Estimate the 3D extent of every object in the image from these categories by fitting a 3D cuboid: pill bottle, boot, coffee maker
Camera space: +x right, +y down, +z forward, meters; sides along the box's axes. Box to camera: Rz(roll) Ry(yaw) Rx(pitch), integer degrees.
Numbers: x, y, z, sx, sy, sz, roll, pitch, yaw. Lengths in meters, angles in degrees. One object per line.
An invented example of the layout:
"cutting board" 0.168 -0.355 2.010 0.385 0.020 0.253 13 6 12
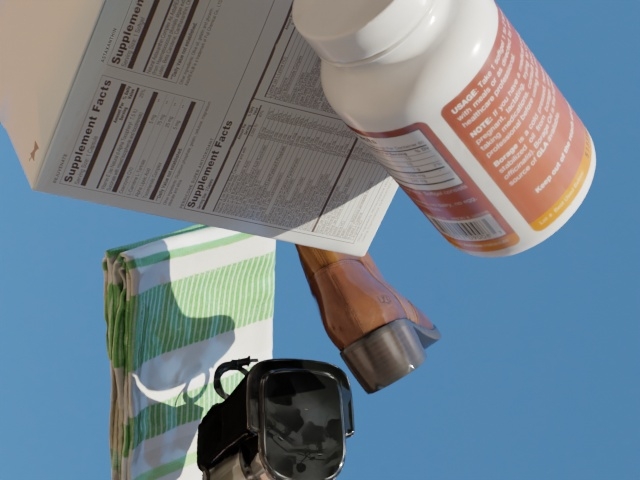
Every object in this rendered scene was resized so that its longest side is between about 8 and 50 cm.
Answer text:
"pill bottle" 0.077 -0.095 1.073 0.121 0.216 0.121 -23 -137 23
"boot" 0.000 0.000 1.590 0.096 0.264 0.280 -30 -91 12
"coffee maker" -0.052 0.173 1.612 0.171 0.120 0.178 64 -29 13

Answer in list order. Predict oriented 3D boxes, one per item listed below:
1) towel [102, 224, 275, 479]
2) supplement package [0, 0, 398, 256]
"towel" -0.123 0.142 1.716 0.038 0.248 0.325 12 -70 36
"supplement package" -0.074 -0.141 1.197 0.198 0.262 0.199 -65 -147 23
